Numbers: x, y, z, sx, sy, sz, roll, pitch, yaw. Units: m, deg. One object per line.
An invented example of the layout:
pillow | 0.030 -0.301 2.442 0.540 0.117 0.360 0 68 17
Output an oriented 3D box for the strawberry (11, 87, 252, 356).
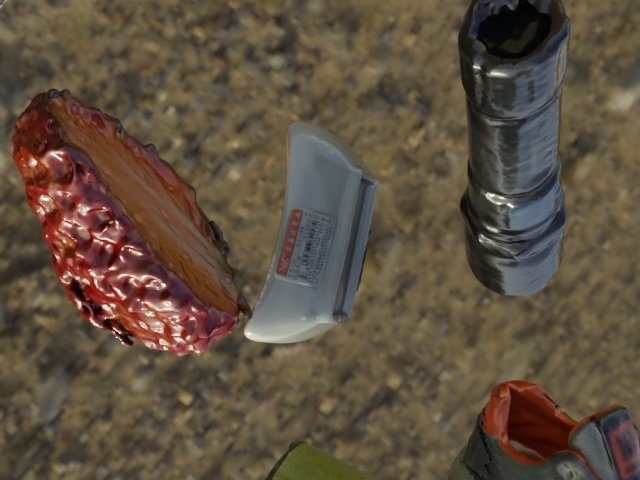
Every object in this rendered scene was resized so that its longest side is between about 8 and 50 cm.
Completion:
strawberry | -0.162 -0.003 1.145 0.111 0.190 0.236 -34 128 13

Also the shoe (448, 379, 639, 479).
shoe | 0.255 0.225 1.333 0.132 0.336 0.171 -20 131 -34

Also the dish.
dish | 0.000 0.000 1.497 0.151 0.077 0.212 16 86 -77

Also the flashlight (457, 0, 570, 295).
flashlight | 0.160 -0.074 1.304 0.103 0.103 0.424 -46 157 -14

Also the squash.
squash | 0.054 0.344 1.815 0.132 0.247 0.132 -54 159 -32

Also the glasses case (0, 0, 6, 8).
glasses case | -0.365 -0.167 1.222 0.355 0.137 0.085 -35 151 23
